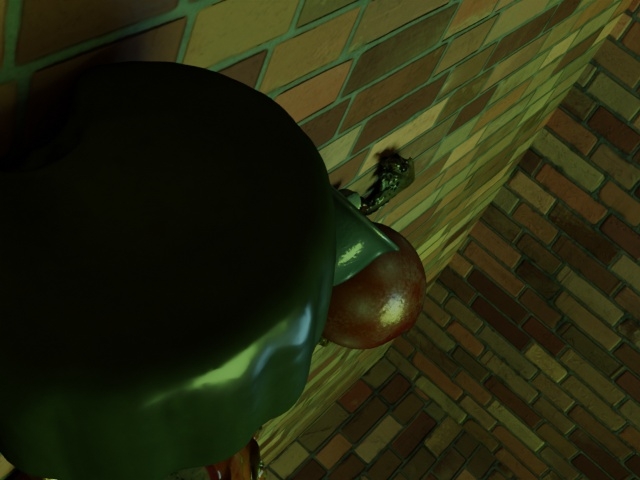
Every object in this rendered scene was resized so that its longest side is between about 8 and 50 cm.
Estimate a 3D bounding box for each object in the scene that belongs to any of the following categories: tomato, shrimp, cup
[{"bbox_3d":[0.092,0.096,1.798,0.265,0.265,0.265,-45,166,-14],"label":"tomato"},{"bbox_3d":[0.118,-0.101,1.758,0.173,0.058,0.253,-41,170,6],"label":"shrimp"},{"bbox_3d":[0.000,0.000,1.350,0.150,0.199,0.199,-48,166,3],"label":"cup"}]

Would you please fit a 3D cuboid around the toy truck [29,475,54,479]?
[{"bbox_3d":[-0.200,0.065,0.973,0.387,0.173,0.207,-37,154,-30],"label":"toy truck"}]

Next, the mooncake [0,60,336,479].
[{"bbox_3d":[-0.148,0.022,0.720,0.351,0.351,0.187,-40,152,-32],"label":"mooncake"}]

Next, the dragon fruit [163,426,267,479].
[{"bbox_3d":[-0.229,0.377,1.490,0.305,0.305,0.226,-55,173,25],"label":"dragon fruit"}]

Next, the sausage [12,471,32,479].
[{"bbox_3d":[-0.423,0.380,1.323,0.300,0.083,0.089,-49,178,7],"label":"sausage"}]

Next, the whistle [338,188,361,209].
[{"bbox_3d":[-0.035,-0.022,1.480,0.326,0.057,0.068,-29,148,-53],"label":"whistle"}]

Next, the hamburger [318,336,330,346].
[{"bbox_3d":[0.042,0.157,2.079,0.189,0.122,0.215,-46,171,16],"label":"hamburger"}]
